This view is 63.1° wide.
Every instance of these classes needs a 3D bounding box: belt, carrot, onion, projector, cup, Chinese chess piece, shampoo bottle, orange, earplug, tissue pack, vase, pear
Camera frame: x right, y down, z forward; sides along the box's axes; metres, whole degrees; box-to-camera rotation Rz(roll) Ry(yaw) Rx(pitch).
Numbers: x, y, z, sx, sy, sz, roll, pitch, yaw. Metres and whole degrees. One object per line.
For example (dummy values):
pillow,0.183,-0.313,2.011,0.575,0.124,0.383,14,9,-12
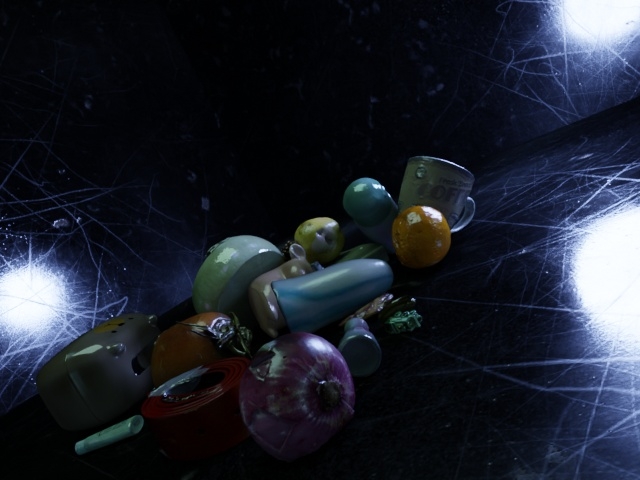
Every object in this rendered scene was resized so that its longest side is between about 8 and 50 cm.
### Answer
belt,-0.250,0.356,1.122,0.324,0.115,0.227,-17,10,44
carrot,-0.315,0.293,1.417,0.332,0.214,0.193,-20,12,23
onion,-0.043,0.251,0.896,0.208,0.200,0.201,-23,6,-20
projector,0.118,0.084,1.806,0.194,0.088,0.270,-31,9,-30
cup,0.383,-0.102,1.719,0.227,0.301,0.256,15,84,58
Chinese chess piece,-0.270,0.150,1.762,0.147,0.349,0.349,30,44,30
shampoo bottle,-0.555,0.512,1.359,0.191,0.041,0.069,-25,13,12
shampoo bottle,0.194,-0.090,1.792,0.151,0.221,0.349,-27,-31,13
orange,0.295,-0.011,1.518,0.161,0.193,0.193,-4,3,-11
earplug,0.047,0.140,1.421,0.324,0.184,0.185,-21,7,-5
tissue pack,-0.643,0.390,1.625,0.277,0.267,0.387,-23,7,11
vase,0.079,0.215,1.103,0.086,0.086,0.214,-26,3,4
pear,0.000,0.000,1.830,0.178,0.177,0.178,-26,7,4

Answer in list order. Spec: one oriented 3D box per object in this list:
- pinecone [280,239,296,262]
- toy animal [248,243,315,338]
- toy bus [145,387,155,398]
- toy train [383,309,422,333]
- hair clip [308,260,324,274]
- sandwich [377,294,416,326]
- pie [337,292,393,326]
pinecone,-0.055,0.083,2.001,0.222,0.221,0.221,-26,7,4
toy animal,-0.106,0.163,1.657,0.256,0.194,0.213,-24,40,-34
toy bus,-0.463,0.444,1.557,0.110,0.031,0.043,-30,15,-28
toy train,0.183,0.180,1.142,0.053,0.033,0.083,-38,13,-35
hair clip,0.047,0.129,1.598,0.146,0.187,0.056,-35,-33,-49
sandwich,0.176,0.164,1.202,0.101,0.069,0.026,-29,51,8
pie,0.129,0.177,1.340,0.170,0.034,0.092,-29,4,-23
